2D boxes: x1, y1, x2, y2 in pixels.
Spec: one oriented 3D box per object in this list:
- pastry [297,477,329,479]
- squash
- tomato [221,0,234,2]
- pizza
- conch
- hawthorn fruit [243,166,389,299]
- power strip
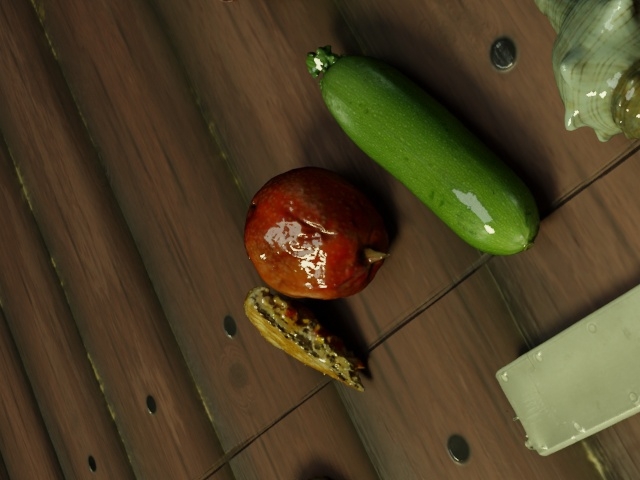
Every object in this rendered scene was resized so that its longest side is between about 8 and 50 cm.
[{"bbox_3d":[-0.003,0.441,1.247,0.182,0.093,0.192,30,120,39],"label":"pastry"},{"bbox_3d":[0.103,-0.116,0.997,0.379,0.101,0.101,48,131,34],"label":"squash"},{"bbox_3d":[-0.093,-0.414,1.149,0.228,0.112,0.199,18,119,45],"label":"tomato"},{"bbox_3d":[-0.012,0.130,1.191,0.199,0.062,0.188,34,167,13],"label":"pizza"},{"bbox_3d":[0.264,-0.174,0.793,0.137,0.114,0.234,-29,70,34],"label":"conch"},{"bbox_3d":[-0.011,-0.002,1.109,0.179,0.173,0.173,56,135,26],"label":"hawthorn fruit"},{"bbox_3d":[0.305,0.105,0.854,0.367,0.043,0.106,-44,65,44],"label":"power strip"}]
